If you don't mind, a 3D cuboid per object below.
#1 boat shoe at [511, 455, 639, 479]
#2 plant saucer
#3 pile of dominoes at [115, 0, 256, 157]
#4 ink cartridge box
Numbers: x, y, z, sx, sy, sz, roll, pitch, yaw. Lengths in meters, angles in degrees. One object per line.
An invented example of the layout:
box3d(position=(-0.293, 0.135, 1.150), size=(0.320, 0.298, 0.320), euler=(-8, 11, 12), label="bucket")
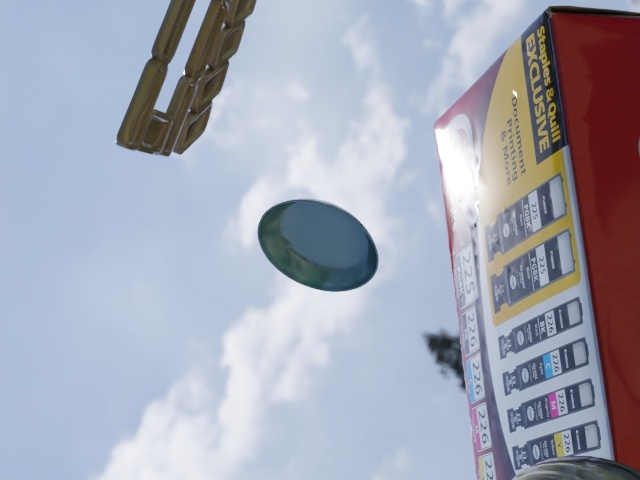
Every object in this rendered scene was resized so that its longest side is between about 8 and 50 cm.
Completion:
box3d(position=(0.128, 0.248, 0.442), size=(0.130, 0.355, 0.132), euler=(-9, -38, -32), label="boat shoe")
box3d(position=(0.000, 0.000, 1.178), size=(0.119, 0.119, 0.021), euler=(78, -153, -43), label="plant saucer")
box3d(position=(-0.080, -0.178, 0.858), size=(0.196, 0.040, 0.251), euler=(6, -74, -84), label="pile of dominoes")
box3d(position=(0.195, 0.016, 0.822), size=(0.272, 0.130, 0.309), euler=(133, 134, -66), label="ink cartridge box")
